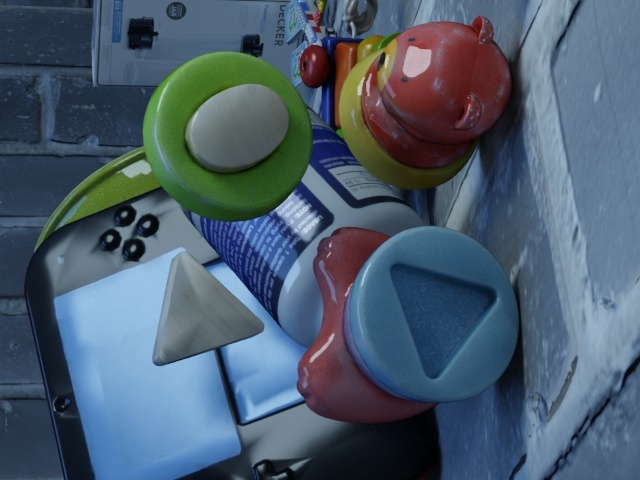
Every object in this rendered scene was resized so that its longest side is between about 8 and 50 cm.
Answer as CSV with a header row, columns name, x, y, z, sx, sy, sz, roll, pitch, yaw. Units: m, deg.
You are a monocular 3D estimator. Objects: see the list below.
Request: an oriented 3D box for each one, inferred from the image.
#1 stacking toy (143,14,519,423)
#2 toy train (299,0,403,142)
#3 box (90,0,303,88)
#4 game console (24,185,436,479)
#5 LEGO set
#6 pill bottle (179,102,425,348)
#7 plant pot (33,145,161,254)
name,x,y,z,sx,sy,sz,roll,pitch,yaw
stacking toy,0.019,-0.027,1.124,0.130,0.279,0.309,148,124,-65
toy train,0.051,-0.172,1.434,0.143,0.105,0.248,176,94,-70
box,-0.171,-0.300,2.123,0.087,0.290,0.169,-103,18,-46
game console,-0.101,0.108,1.462,0.060,0.342,0.387,49,-160,-60
LEGO set,-0.024,-0.303,1.936,0.244,0.060,0.182,160,108,-72
pill bottle,0.000,0.000,1.321,0.265,0.153,0.153,48,143,36
plant pot,-0.098,0.134,1.657,0.366,0.366,0.353,100,154,-44
